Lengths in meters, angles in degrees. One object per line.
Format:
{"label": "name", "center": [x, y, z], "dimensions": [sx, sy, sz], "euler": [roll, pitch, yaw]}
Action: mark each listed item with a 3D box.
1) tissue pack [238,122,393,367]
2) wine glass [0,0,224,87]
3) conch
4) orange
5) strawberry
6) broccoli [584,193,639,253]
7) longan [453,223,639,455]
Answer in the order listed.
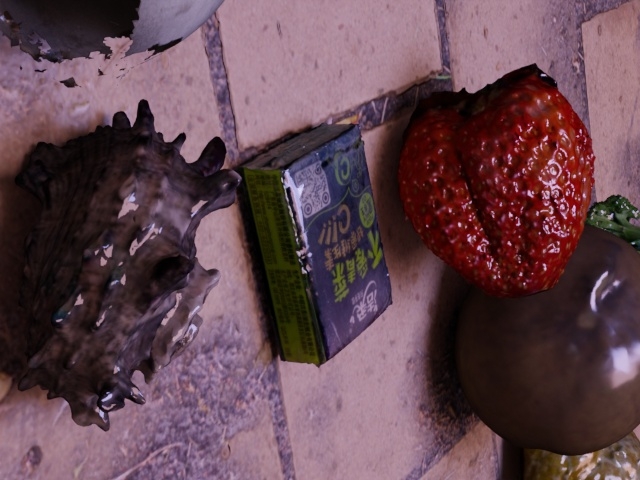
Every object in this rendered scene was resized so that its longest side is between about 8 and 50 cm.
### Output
{"label": "tissue pack", "center": [0.000, 0.000, 1.328], "dimensions": [0.173, 0.073, 0.236], "euler": [-37, 122, -49]}
{"label": "wine glass", "center": [-0.132, -0.267, 1.019], "dimensions": [0.357, 0.190, 0.190], "euler": [-41, 125, -49]}
{"label": "conch", "center": [-0.158, 0.023, 1.016], "dimensions": [0.241, 0.186, 0.313], "euler": [89, 2, -57]}
{"label": "orange", "center": [0.427, 0.412, 1.877], "dimensions": [0.271, 0.210, 0.369], "euler": [-34, 122, -53]}
{"label": "strawberry", "center": [0.237, -0.063, 1.512], "dimensions": [0.238, 0.250, 0.288], "euler": [21, 46, -58]}
{"label": "broccoli", "center": [0.460, 0.081, 1.885], "dimensions": [0.265, 0.245, 0.295], "euler": [-12, 77, -37]}
{"label": "longan", "center": [0.337, 0.138, 1.641], "dimensions": [0.319, 0.319, 0.319], "euler": [-5, 96, -56]}
